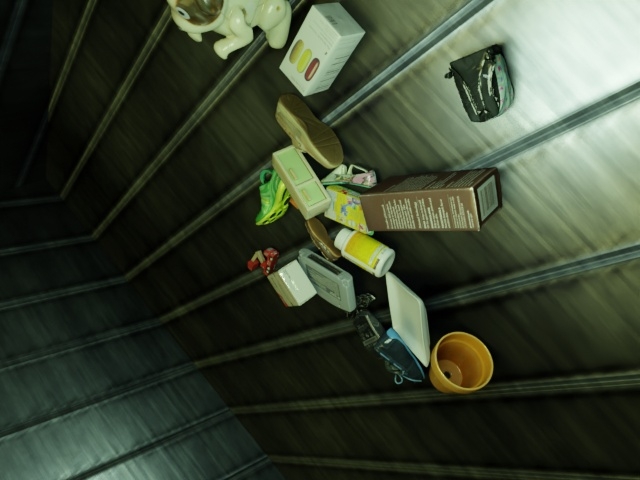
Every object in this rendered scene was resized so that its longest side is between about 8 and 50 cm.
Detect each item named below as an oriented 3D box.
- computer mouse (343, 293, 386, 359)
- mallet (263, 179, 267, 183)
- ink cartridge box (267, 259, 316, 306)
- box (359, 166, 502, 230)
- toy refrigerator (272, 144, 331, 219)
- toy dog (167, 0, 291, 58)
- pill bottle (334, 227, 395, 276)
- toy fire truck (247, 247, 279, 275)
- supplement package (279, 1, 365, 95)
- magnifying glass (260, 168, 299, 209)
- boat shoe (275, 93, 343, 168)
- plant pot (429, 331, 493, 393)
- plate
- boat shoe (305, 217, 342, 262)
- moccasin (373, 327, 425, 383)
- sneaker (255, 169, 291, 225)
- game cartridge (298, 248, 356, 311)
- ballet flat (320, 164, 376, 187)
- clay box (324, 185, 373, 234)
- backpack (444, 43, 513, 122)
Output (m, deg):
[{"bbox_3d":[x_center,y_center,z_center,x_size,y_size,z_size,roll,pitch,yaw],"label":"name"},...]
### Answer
[{"bbox_3d":[0.210,0.353,1.944,0.188,0.072,0.272,-35,77,49],"label":"computer mouse"},{"bbox_3d":[-0.226,-0.172,2.021,0.063,0.039,0.189,10,127,37],"label":"mallet"},{"bbox_3d":[-0.128,0.192,2.063,0.171,0.100,0.237,58,160,-2],"label":"ink cartridge box"},{"bbox_3d":[0.333,-0.121,1.453,0.382,0.191,0.143,3,116,41],"label":"box"},{"bbox_3d":[-0.073,-0.222,1.762,0.269,0.102,0.094,59,163,16],"label":"toy refrigerator"},{"bbox_3d":[-0.290,-0.764,1.467,0.284,0.408,0.395,48,137,8],"label":"toy dog"},{"bbox_3d":[0.161,0.038,1.756,0.215,0.117,0.117,31,132,24],"label":"pill bottle"},{"bbox_3d":[-0.271,0.092,2.227,0.135,0.047,0.191,39,134,20],"label":"toy fire truck"},{"bbox_3d":[0.001,-0.604,1.501,0.139,0.134,0.244,50,137,7],"label":"supplement package"},{"bbox_3d":[-0.166,-0.212,1.968,0.231,0.026,0.092,41,135,15],"label":"magnifying glass"},{"bbox_3d":[-0.043,-0.377,1.700,0.341,0.122,0.110,54,143,17],"label":"boat shoe"},{"bbox_3d":[0.477,0.456,1.682,0.205,0.205,0.187,40,151,17],"label":"plant pot"},{"bbox_3d":[0.326,0.276,1.726,0.277,0.045,0.277,-131,27,-65],"label":"plate"},{"bbox_3d":[0.000,0.000,1.909,0.206,0.073,0.073,55,135,2],"label":"boat shoe"},{"bbox_3d":[0.292,0.452,1.807,0.342,0.117,0.137,54,177,-35],"label":"moccasin"},{"bbox_3d":[-0.195,-0.176,1.937,0.123,0.110,0.295,52,132,21],"label":"sneaker"},{"bbox_3d":[0.028,0.168,1.952,0.297,0.062,0.198,30,147,39],"label":"game cartridge"},{"bbox_3d":[0.102,-0.232,1.690,0.222,0.077,0.079,8,101,34],"label":"ballet flat"},{"bbox_3d":[0.119,-0.115,1.748,0.222,0.053,0.127,25,129,29],"label":"clay box"},{"bbox_3d":[0.434,-0.408,1.246,0.152,0.115,0.181,-3,114,55],"label":"backpack"}]
